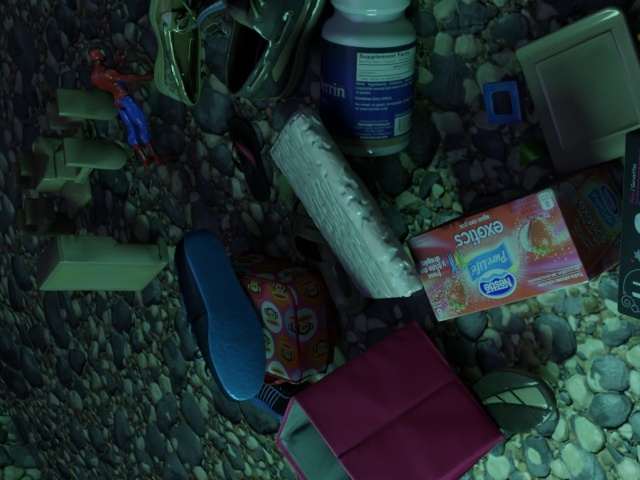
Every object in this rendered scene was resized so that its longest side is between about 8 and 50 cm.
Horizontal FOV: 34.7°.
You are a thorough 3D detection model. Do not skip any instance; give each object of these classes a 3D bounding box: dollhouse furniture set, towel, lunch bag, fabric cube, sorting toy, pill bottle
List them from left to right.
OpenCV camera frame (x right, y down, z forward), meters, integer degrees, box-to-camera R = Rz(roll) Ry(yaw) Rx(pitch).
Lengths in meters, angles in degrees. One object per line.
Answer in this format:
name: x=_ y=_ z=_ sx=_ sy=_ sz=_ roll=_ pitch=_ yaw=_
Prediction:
dollhouse furniture set: x=-0.530 y=-0.093 z=2.391 sx=0.362 sy=0.257 sz=0.394 roll=-40 pitch=55 yaw=48
lunch bag: x=-0.099 y=0.169 z=2.048 sx=0.293 sy=0.120 sz=0.258 roll=16 pitch=116 yaw=47
towel: x=0.036 y=-0.050 z=1.701 sx=0.331 sy=0.053 sz=0.317 roll=56 pitch=170 yaw=-1
pill bottle: x=0.076 y=-0.280 z=1.636 sx=0.153 sy=0.153 sz=0.264 roll=23 pitch=122 yaw=40
fabric cube: x=0.109 y=0.340 z=1.747 sx=0.259 sy=0.258 sz=0.254 roll=53 pitch=155 yaw=18
sorting toy: x=0.378 y=-0.207 z=1.416 sx=0.348 sy=0.047 sz=0.196 roll=-19 pitch=92 yaw=50

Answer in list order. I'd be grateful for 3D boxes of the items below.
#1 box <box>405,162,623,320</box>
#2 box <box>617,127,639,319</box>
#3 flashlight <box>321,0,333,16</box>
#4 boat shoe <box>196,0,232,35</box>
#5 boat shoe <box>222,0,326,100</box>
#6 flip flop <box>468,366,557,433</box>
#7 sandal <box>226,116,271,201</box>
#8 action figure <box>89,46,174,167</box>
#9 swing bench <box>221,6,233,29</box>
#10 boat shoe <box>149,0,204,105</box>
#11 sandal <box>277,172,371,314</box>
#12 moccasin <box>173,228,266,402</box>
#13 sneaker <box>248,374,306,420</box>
box: x=0.296 y=0.007 z=1.524 sx=0.300 sy=0.154 sz=0.142 roll=-22 pitch=91 yaw=49
box: x=0.481 y=-0.026 z=1.296 sx=0.142 sy=0.163 sz=0.247 roll=20 pitch=121 yaw=45
flashlight: x=-0.049 y=-0.387 z=1.776 sx=0.103 sy=0.103 sz=0.304 roll=56 pitch=143 yaw=7
boat shoe: x=-0.166 y=-0.417 z=1.906 sx=0.183 sy=0.066 sz=0.066 roll=-23 pitch=91 yaw=50
boat shoe: x=-0.079 y=-0.371 z=1.627 sx=0.132 sy=0.130 sz=0.355 roll=38 pitch=134 yaw=33
flip flop: x=0.306 y=0.268 z=1.694 sx=0.112 sy=0.080 sz=0.277 roll=60 pitch=155 yaw=11
sandal: x=-0.147 y=-0.159 z=2.019 sx=0.067 sy=0.040 sz=0.179 roll=-14 pitch=96 yaw=50
action figure: x=-0.394 y=-0.309 z=2.202 sx=0.091 sy=0.139 sz=0.280 roll=-2 pitch=128 yaw=45
swing bench: x=-0.156 y=-0.546 z=1.726 sx=0.254 sy=0.165 sz=0.253 roll=49 pitch=152 yaw=19
boat shoe: x=-0.270 y=-0.402 z=2.010 sx=0.089 sy=0.104 sz=0.285 roll=33 pitch=139 yaw=28
sandal: x=0.001 y=0.001 z=1.892 sx=0.120 sy=0.086 sz=0.302 roll=-28 pitch=85 yaw=50
moccasin: x=-0.194 y=0.147 z=1.982 sx=0.117 sy=0.138 sz=0.342 roll=-34 pitch=68 yaw=56
sneaker: x=-0.087 y=0.309 z=2.132 sx=0.232 sy=0.081 sz=0.090 roll=10 pitch=121 yaw=46
